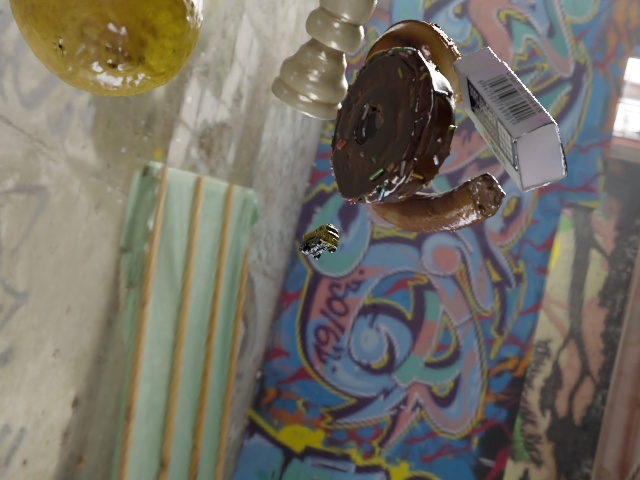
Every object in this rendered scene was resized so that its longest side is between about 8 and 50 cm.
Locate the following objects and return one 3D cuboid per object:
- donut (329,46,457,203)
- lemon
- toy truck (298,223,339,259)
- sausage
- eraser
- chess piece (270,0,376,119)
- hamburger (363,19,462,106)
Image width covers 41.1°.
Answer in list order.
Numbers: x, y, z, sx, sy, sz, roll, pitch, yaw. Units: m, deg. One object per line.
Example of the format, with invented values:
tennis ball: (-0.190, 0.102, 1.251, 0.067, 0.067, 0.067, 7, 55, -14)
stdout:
donut: (0.104, -0.159, 1.231, 0.235, 0.089, 0.235, -25, -121, 50)
lemon: (-0.215, -0.247, 0.858, 0.188, 0.188, 0.257, 92, -23, -48)
toy truck: (0.000, 0.000, 1.776, 0.083, 0.049, 0.054, -24, -132, 46)
sausage: (0.200, -0.064, 1.555, 0.076, 0.302, 0.103, -2, 91, -39)
eraser: (0.325, -0.217, 1.485, 0.287, 0.086, 0.130, -110, 177, -49)
chess piece: (0.018, -0.421, 1.799, 0.300, 0.167, 0.167, -66, 176, 25)
hamburger: (0.184, -0.332, 1.724, 0.147, 0.237, 0.237, -21, 127, -50)
